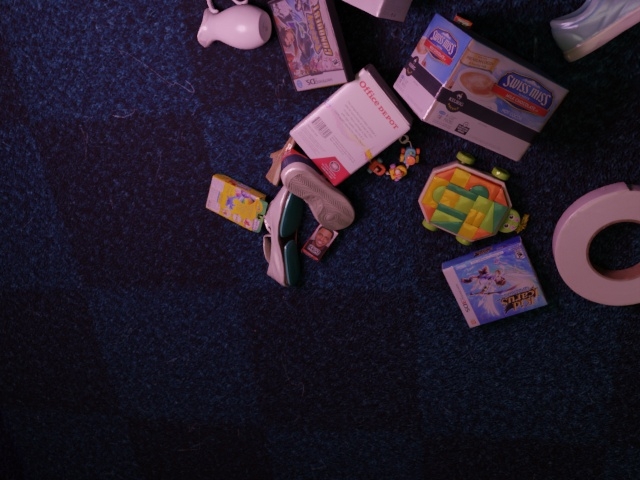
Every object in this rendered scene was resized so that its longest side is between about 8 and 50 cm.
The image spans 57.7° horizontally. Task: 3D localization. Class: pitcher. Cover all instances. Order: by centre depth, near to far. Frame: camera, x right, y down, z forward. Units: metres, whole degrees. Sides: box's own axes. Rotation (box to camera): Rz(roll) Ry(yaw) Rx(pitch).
[{"bbox_3d":[-0.254,-0.663,1.728,0.207,0.125,0.177,9,101,22],"label":"pitcher"}]

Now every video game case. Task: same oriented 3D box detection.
[{"bbox_3d":[-0.030,-0.577,1.673,0.248,0.035,0.275,9,124,50],"label":"video game case"},{"bbox_3d":[0.575,0.143,1.923,0.269,0.061,0.244,-22,108,22],"label":"video game case"}]

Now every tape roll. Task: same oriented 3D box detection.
[{"bbox_3d":[0.918,0.017,1.776,0.392,0.072,0.392,6,116,11],"label":"tape roll"}]

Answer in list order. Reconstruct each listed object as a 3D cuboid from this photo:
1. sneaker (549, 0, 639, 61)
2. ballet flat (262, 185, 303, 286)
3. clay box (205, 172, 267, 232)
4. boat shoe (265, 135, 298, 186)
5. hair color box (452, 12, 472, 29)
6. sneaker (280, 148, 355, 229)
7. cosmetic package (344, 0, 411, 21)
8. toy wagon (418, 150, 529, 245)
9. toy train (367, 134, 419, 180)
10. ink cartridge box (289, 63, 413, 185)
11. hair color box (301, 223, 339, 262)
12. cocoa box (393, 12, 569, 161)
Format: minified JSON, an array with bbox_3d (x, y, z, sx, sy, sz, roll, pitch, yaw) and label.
[{"bbox_3d":[0.763,-0.625,1.481,0.366,0.135,0.150,-36,105,24],"label":"sneaker"},{"bbox_3d":[-0.141,-0.027,1.992,0.139,0.139,0.400,8,117,10],"label":"ballet flat"},{"bbox_3d":[-0.278,-0.128,1.985,0.222,0.053,0.127,27,118,14],"label":"clay box"},{"bbox_3d":[-0.133,-0.268,1.905,0.072,0.068,0.190,34,118,10],"label":"boat shoe"},{"bbox_3d":[0.364,-0.547,1.636,0.053,0.093,0.167,26,118,0],"label":"hair color box"},{"bbox_3d":[-0.007,-0.171,1.875,0.131,0.148,0.350,-30,136,14],"label":"sneaker"},{"bbox_3d":[0.146,-0.733,1.534,0.224,0.138,0.224,38,122,27],"label":"cosmetic package"},{"bbox_3d":[0.490,-0.111,1.822,0.344,0.068,0.267,24,118,2],"label":"toy wagon"},{"bbox_3d":[0.232,-0.246,1.819,0.125,0.046,0.166,38,117,-23],"label":"toy train"},{"bbox_3d":[0.097,-0.349,1.772,0.306,0.131,0.226,-35,102,24],"label":"ink cartridge box"},{"bbox_3d":[0.000,0.000,2.006,0.072,0.043,0.141,34,117,-2],"label":"hair color box"},{"bbox_3d":[0.421,-0.405,1.543,0.347,0.231,0.228,16,120,-26],"label":"cocoa box"}]
